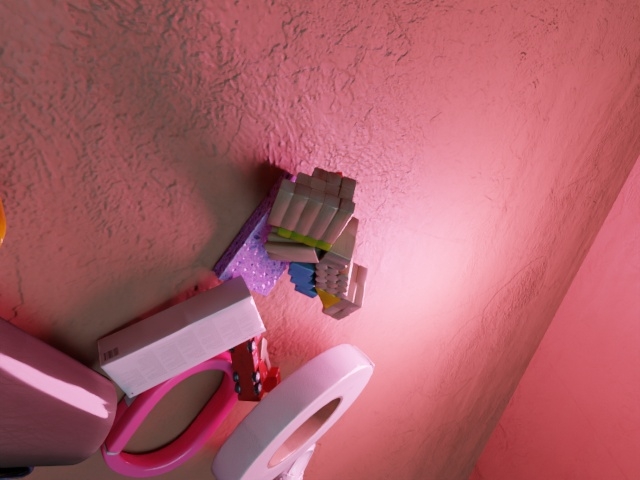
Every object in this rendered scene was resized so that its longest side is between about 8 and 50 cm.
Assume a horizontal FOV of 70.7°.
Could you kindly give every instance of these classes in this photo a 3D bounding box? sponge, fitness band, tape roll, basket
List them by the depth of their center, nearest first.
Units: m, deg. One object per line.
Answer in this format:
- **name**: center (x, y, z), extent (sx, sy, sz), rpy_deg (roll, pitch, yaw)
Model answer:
- **basket**: center (-0.396, 0.209, 0.583), extent (0.204, 0.154, 0.227), rpy_deg (-50, 141, -6)
- **sponge**: center (-0.077, -0.006, 0.770), extent (0.210, 0.031, 0.117), rpy_deg (-54, 137, 5)
- **fitness band**: center (-0.266, 0.320, 0.832), extent (0.291, 0.054, 0.209), rpy_deg (-52, 137, 4)
- **tape roll**: center (-0.048, 0.379, 0.958), extent (0.392, 0.072, 0.392), rpy_deg (-36, 153, -22)

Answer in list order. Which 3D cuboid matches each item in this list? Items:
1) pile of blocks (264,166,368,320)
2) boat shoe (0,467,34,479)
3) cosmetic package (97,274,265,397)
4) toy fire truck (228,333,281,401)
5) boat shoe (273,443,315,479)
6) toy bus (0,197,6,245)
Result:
- **pile of blocks**: center (0.000, 0.000, 0.758), extent (0.362, 0.149, 0.113), rpy_deg (78, 20, -52)
- **boat shoe**: center (-0.503, 0.276, 0.581), extent (0.258, 0.089, 0.109), rpy_deg (10, 112, -43)
- **cosmetic package**: center (-0.217, 0.152, 0.727), extent (0.239, 0.060, 0.099), rpy_deg (-24, 133, -14)
- **toy fire truck**: center (-0.122, 0.231, 0.860), extent (0.047, 0.135, 0.192), rpy_deg (-2, 107, 11)
- **boat shoe**: center (-0.084, 0.628, 1.175), extent (0.095, 0.084, 0.258), rpy_deg (23, 103, -45)
- **toy bus**: center (-0.460, -0.048, 0.356), extent (0.332, 0.130, 0.108), rpy_deg (28, 99, -47)
